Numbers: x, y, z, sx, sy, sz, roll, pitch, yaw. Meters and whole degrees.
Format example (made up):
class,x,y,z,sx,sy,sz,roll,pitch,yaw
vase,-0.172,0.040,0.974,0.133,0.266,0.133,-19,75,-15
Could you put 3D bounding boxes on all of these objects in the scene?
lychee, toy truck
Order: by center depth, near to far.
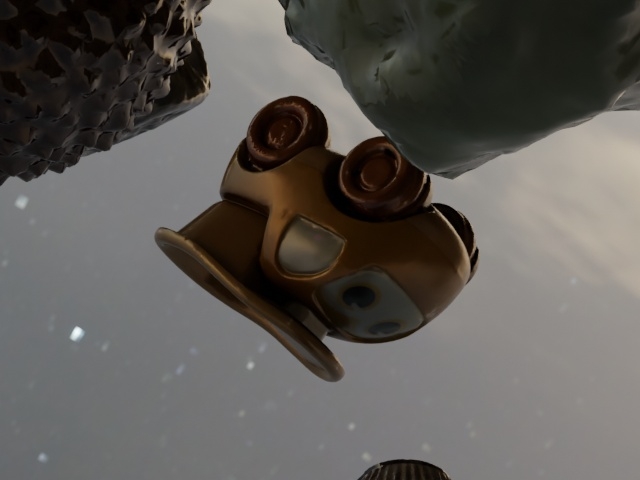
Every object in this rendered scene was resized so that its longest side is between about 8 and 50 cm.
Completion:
class,x,y,z,sx,sy,sz,roll,pitch,yaw
lychee,-0.197,-0.176,0.982,0.276,0.304,0.275,-4,-122,6
toy truck,0.000,0.000,1.557,0.288,0.211,0.204,29,168,36

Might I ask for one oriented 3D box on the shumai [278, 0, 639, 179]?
class,x,y,z,sx,sy,sz,roll,pitch,yaw
shumai,0.135,-0.170,0.426,0.263,0.309,0.304,11,-140,-24

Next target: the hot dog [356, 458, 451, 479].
class,x,y,z,sx,sy,sz,roll,pitch,yaw
hot dog,0.048,0.273,1.423,0.131,0.252,0.069,13,-129,-15

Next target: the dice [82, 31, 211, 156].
class,x,y,z,sx,sy,sz,roll,pitch,yaw
dice,-0.250,-0.210,1.869,0.182,0.181,0.183,67,-160,-3
